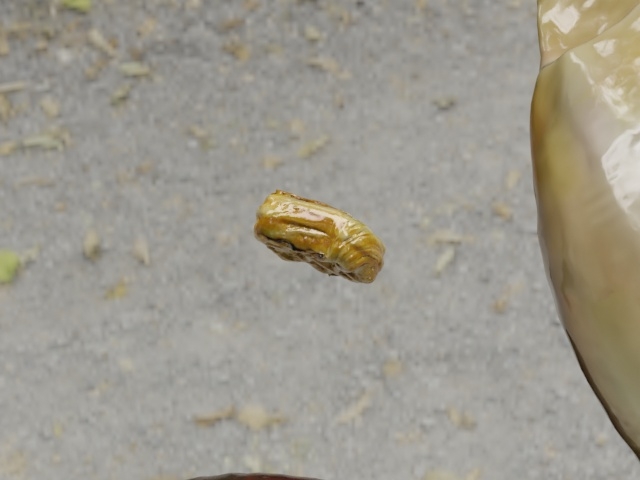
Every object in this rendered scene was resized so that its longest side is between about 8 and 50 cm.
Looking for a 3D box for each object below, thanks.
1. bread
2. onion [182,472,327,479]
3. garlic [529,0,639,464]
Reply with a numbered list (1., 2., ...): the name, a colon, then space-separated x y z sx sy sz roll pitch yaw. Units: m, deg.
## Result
1. bread: 0.000 0.000 1.311 0.111 0.083 0.044 19 76 26
2. onion: -0.038 0.269 0.886 0.314 0.314 0.232 5 24 6
3. garlic: 0.208 0.034 0.618 0.151 0.338 0.196 -37 43 21
